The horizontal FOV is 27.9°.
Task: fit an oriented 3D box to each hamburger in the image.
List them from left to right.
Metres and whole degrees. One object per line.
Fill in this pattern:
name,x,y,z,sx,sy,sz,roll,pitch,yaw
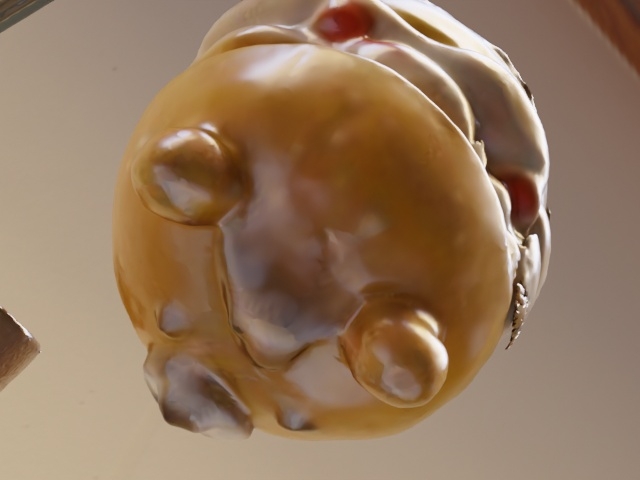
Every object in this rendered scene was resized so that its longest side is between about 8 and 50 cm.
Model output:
hamburger,0.000,0.000,0.761,0.276,0.276,0.237,54,-151,-12

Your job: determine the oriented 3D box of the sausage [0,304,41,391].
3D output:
sausage,-0.359,0.137,1.052,0.253,0.123,0.123,-46,-73,-14

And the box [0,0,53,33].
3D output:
box,-0.091,-0.140,0.372,0.227,0.162,0.130,-30,-92,5
